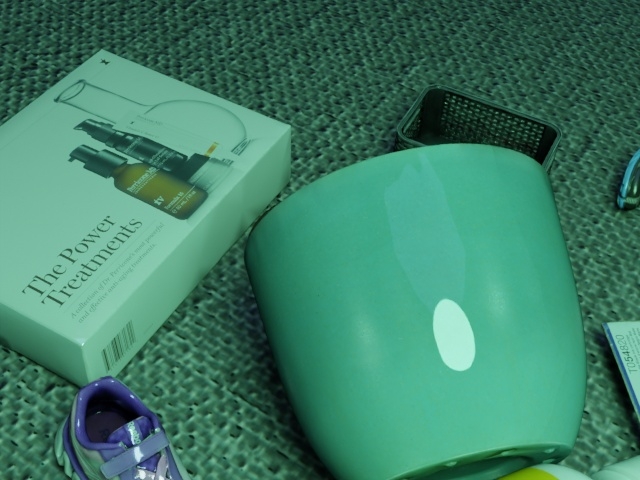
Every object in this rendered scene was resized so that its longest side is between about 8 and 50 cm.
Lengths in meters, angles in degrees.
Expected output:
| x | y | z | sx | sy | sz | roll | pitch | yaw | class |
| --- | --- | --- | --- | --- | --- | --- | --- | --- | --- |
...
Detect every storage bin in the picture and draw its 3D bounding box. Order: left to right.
| x | y | z | sx | sy | sz | roll | pitch | yaw | class |
| --- | --- | --- | --- | --- | --- | --- | --- | --- | --- |
| 0.187 | -0.103 | 1.098 | 0.180 | 0.084 | 0.122 | 22 | 50 | 16 | storage bin |

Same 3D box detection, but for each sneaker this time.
| x | y | z | sx | sy | sz | roll | pitch | yaw | class |
| --- | --- | --- | --- | --- | --- | --- | --- | --- | --- |
| -0.151 | 0.207 | 0.768 | 0.095 | 0.105 | 0.236 | -22 | 53 | -36 | sneaker |
| 0.440 | -0.085 | 1.111 | 0.188 | 0.067 | 0.078 | -22 | 46 | -26 | sneaker |

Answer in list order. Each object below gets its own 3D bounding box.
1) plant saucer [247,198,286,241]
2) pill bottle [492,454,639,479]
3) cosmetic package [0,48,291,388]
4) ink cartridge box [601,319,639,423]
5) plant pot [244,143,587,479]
| x | y | z | sx | sy | sz | roll | pitch | yaw | class |
| --- | --- | --- | --- | --- | --- | --- | --- | --- | --- |
| 0.000 | 0.000 | 1.027 | 0.168 | 0.029 | 0.168 | 2 | 46 | -2 | plant saucer |
| 0.134 | 0.281 | 0.669 | 0.333 | 0.188 | 0.188 | -15 | 50 | -18 | pill bottle |
| -0.248 | -0.044 | 1.006 | 0.284 | 0.097 | 0.377 | 22 | 50 | 19 | cosmetic package |
| 0.410 | 0.172 | 0.886 | 0.223 | 0.045 | 0.223 | -2 | 48 | -5 | ink cartridge box |
| 0.095 | 0.094 | 0.785 | 0.293 | 0.293 | 0.235 | -7 | 63 | -11 | plant pot |
